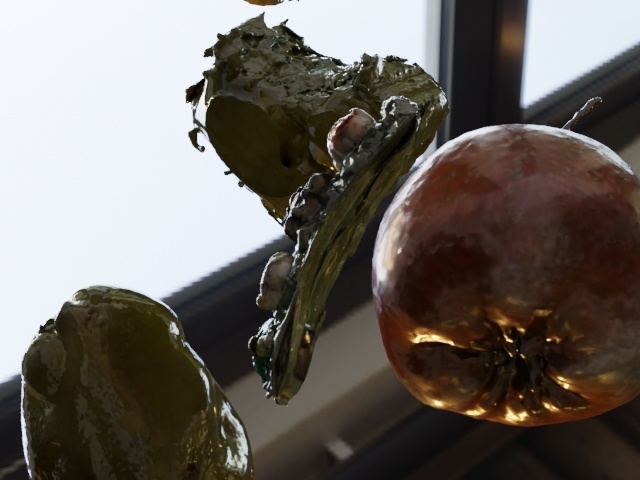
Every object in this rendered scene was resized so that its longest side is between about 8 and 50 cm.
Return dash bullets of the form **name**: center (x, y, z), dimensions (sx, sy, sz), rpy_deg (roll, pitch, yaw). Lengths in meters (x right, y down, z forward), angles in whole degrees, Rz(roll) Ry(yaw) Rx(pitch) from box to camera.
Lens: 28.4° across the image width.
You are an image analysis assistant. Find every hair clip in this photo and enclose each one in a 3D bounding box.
- **hair clip**: center (-0.002, 0.000, 1.247), dimensions (0.091, 0.138, 0.321), rpy_deg (25, -99, 7)

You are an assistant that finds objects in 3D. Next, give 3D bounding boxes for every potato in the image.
- **potato**: center (-0.197, 0.197, 1.300), dimensions (0.218, 0.351, 0.202), rpy_deg (-14, -149, 10)

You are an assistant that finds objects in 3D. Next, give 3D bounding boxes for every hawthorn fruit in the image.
- **hawthorn fruit**: center (0.146, 0.024, 0.976), dimensions (0.235, 0.231, 0.263), rpy_deg (3, -158, -19)

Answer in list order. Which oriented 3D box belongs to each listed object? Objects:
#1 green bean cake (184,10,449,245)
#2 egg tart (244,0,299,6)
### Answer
- **green bean cake**: center (-0.025, -0.166, 1.634), dimensions (0.310, 0.285, 0.202), rpy_deg (43, -138, 10)
- **egg tart**: center (-0.017, -0.371, 1.253), dimensions (0.115, 0.290, 0.290), rpy_deg (9, -141, 20)
